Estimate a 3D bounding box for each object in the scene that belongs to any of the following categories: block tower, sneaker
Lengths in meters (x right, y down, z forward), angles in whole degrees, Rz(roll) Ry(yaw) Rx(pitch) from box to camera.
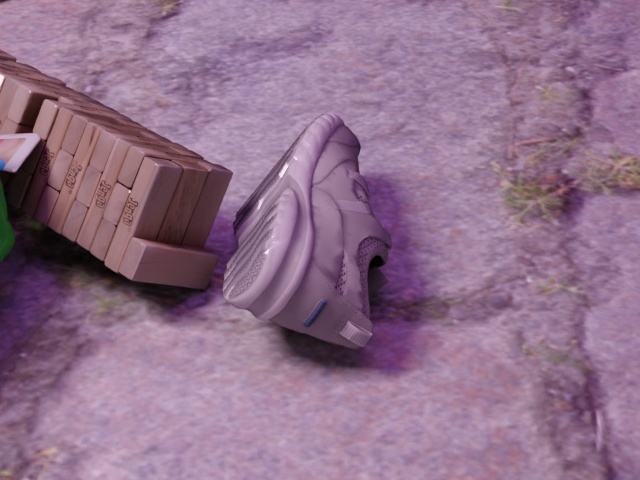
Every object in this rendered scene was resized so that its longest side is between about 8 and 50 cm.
[{"bbox_3d":[-0.214,-0.073,1.382,0.335,0.097,0.091,30,14,34],"label":"block tower"},{"bbox_3d":[0.000,0.000,1.335,0.115,0.105,0.281,35,28,-11],"label":"sneaker"}]

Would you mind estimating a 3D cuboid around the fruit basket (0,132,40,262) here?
[{"bbox_3d":[-0.418,-0.009,1.240,0.353,0.165,0.327,7,34,14],"label":"fruit basket"}]
